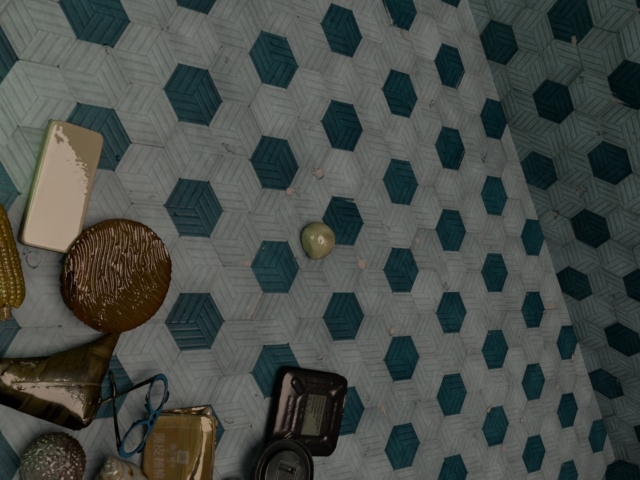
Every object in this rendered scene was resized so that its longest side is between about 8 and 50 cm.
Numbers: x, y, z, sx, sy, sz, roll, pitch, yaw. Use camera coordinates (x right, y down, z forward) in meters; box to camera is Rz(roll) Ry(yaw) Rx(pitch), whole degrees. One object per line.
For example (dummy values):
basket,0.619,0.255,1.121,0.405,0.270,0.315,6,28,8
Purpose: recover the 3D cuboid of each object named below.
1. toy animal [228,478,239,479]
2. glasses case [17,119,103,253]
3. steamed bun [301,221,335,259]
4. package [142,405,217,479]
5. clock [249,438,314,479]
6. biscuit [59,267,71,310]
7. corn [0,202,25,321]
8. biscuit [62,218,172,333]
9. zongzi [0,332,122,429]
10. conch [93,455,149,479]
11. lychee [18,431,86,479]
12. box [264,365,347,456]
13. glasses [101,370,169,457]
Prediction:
toy animal,-0.189,0.819,1.915,0.324,0.090,0.195,42,65,-31
glasses case,-0.684,-0.139,1.564,0.144,0.076,0.336,18,80,-36
steamed bun,0.000,0.000,2.057,0.112,0.091,0.130,-21,102,-36
package,-0.392,0.659,1.723,0.221,0.165,0.311,6,86,-36
clock,-0.122,0.748,1.889,0.226,0.049,0.226,7,78,-35
biscuit,-0.610,0.115,1.638,0.226,0.042,0.226,1,88,-39
corn,-0.806,0.039,1.454,0.119,0.119,0.321,-15,94,-35
biscuit,-0.548,0.097,1.625,0.318,0.040,0.318,-4,96,-47
zongzi,-0.684,0.317,1.545,0.286,0.134,0.288,33,58,-27
conch,-0.553,0.699,1.612,0.183,0.149,0.275,-18,100,-36
lychee,-0.690,0.581,1.518,0.165,0.197,0.165,40,27,-25
box,-0.045,0.591,2.033,0.289,0.073,0.290,17,81,-34
glasses,-0.540,0.458,1.625,0.207,0.102,0.239,24,61,-9
